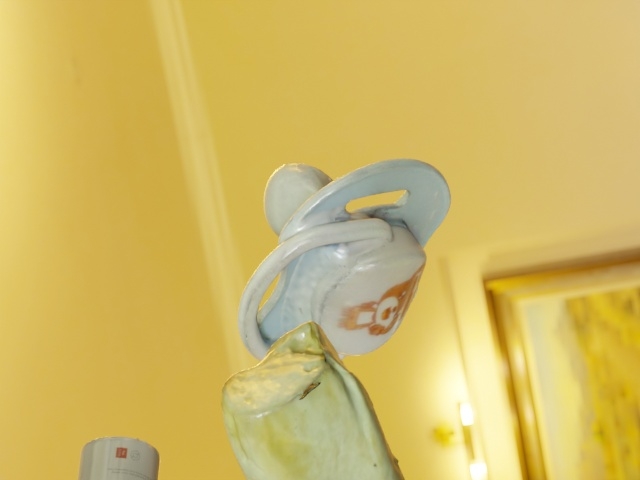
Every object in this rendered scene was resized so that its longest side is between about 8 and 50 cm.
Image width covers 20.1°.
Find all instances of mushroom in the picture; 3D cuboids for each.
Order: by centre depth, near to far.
[{"bbox_3d":[0.015,0.186,1.239,0.081,0.100,0.312,32,154,39],"label":"mushroom"}]

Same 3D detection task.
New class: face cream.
[{"bbox_3d":[-0.242,0.343,2.095,0.096,0.095,0.214,69,-161,-53],"label":"face cream"}]

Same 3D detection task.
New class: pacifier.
[{"bbox_3d":[0.000,0.000,1.817,0.207,0.227,0.279,58,144,37],"label":"pacifier"}]
